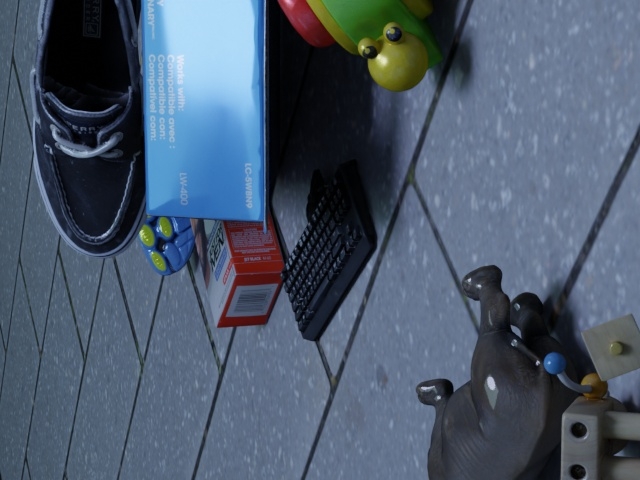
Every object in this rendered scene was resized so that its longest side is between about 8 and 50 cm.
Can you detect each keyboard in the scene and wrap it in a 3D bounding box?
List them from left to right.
[{"bbox_3d":[0.000,0.000,1.404,0.180,0.023,0.108,121,142,-55],"label":"keyboard"}]

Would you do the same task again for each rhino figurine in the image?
[{"bbox_3d":[0.102,0.134,1.071,0.243,0.073,0.106,105,156,-44],"label":"rhino figurine"}]

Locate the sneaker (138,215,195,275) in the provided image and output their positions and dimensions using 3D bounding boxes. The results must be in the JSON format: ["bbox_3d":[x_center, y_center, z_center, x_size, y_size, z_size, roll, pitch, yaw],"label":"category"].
[{"bbox_3d":[-0.171,-0.046,1.827,0.078,0.067,0.188,80,175,-63],"label":"sneaker"}]

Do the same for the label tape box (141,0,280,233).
[{"bbox_3d":[-0.088,-0.145,1.352,0.334,0.106,0.241,-87,-3,-81],"label":"label tape box"}]

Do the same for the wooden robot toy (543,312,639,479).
[{"bbox_3d":[0.165,0.118,0.942,0.079,0.076,0.173,-34,-54,-72],"label":"wooden robot toy"}]

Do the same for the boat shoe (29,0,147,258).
[{"bbox_3d":[-0.188,-0.111,1.387,0.102,0.108,0.301,-86,2,-64],"label":"boat shoe"}]

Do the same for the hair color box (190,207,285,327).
[{"bbox_3d":[-0.084,-0.012,1.587,0.093,0.053,0.167,112,150,-51],"label":"hair color box"}]

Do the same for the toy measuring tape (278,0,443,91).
[{"bbox_3d":[0.008,-0.237,1.204,0.121,0.121,0.330,111,149,-47],"label":"toy measuring tape"}]
